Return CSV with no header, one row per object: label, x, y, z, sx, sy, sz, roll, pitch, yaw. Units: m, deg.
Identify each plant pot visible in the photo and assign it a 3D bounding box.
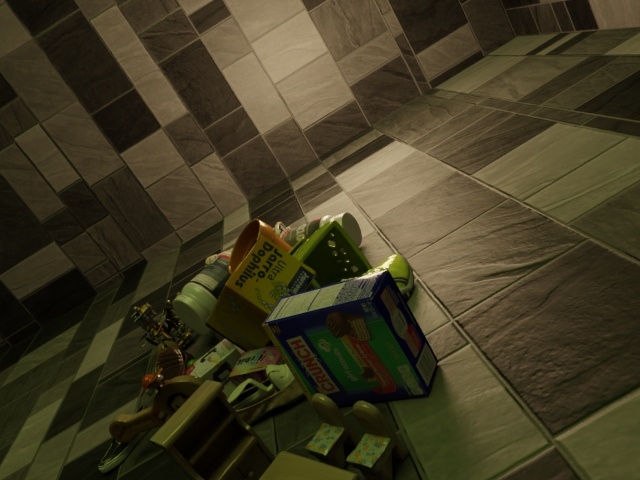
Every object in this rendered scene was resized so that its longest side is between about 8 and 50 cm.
plant pot,-0.007,0.103,1.836,0.207,0.227,0.228,-20,23,49
plant pot,-0.181,0.058,1.955,0.205,0.188,0.205,-44,31,35

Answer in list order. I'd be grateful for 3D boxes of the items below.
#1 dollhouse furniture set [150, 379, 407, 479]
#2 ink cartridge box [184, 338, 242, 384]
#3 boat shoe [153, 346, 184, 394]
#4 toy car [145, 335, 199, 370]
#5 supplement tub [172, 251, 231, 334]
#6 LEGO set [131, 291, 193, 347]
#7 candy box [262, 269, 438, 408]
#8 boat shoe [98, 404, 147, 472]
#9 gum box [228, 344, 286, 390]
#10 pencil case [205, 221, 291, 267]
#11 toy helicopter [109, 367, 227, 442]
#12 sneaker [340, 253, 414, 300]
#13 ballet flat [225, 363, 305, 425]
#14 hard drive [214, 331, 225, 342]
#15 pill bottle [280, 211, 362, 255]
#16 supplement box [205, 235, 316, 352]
dollhouse furniture set,-0.111,0.439,1.116,0.394,0.256,0.362,-8,31,50
ink cartridge box,-0.331,0.401,1.814,0.175,0.072,0.127,-39,19,-16
boat shoe,-0.473,0.453,1.784,0.095,0.095,0.257,3,40,-14
toy car,-0.517,0.397,1.929,0.155,0.188,0.149,-10,29,48
supplement tub,-0.376,0.188,2.076,0.191,0.191,0.272,-8,31,50
LEGO set,-0.613,0.292,2.271,0.255,0.192,0.331,-46,23,-6
candy box,0.064,0.237,1.321,0.317,0.268,0.122,-18,20,36
boat shoe,-0.598,0.598,1.745,0.078,0.070,0.219,-13,27,43
gum box,-0.171,0.367,1.668,0.189,0.062,0.107,-19,23,32
pencil case,-0.300,0.071,2.438,0.411,0.159,0.183,-26,-1,17
toy helicopter,-0.451,0.468,1.591,0.355,0.234,0.140,-26,21,18
sneaker,0.141,0.144,1.611,0.145,0.147,0.384,-16,24,42
ballet flat,-0.136,0.389,1.498,0.316,0.106,0.107,-32,19,-1
hard drive,-0.321,0.249,2.206,0.233,0.047,0.353,-35,19,-8
pill bottle,0.000,0.000,2.147,0.283,0.161,0.161,-20,23,30
supplement box,-0.188,0.177,1.712,0.194,0.195,0.356,-57,3,-32
